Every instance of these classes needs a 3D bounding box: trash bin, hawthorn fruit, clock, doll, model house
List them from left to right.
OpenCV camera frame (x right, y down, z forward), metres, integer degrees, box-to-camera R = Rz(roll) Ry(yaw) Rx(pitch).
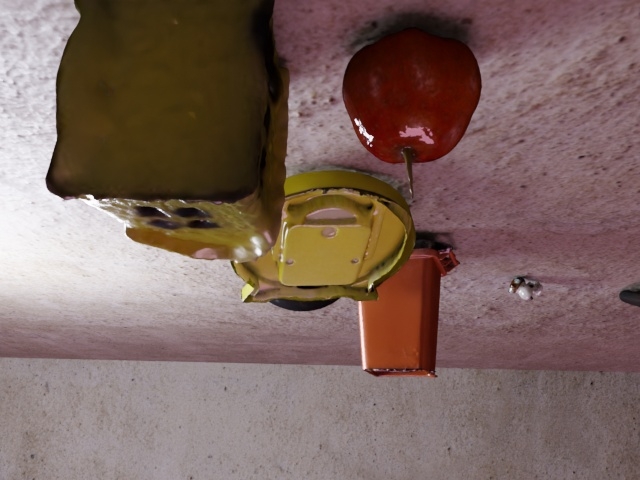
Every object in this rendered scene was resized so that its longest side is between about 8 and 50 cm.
[{"bbox_3d":[-0.118,-0.091,0.601,0.174,0.193,0.234,1,165,1],"label":"model house"},{"bbox_3d":[0.000,-0.004,0.983,0.277,0.071,0.293,3,143,-15],"label":"clock"},{"bbox_3d":[0.154,0.121,1.157,0.184,0.239,0.161,-6,161,18],"label":"trash bin"},{"bbox_3d":[0.079,-0.127,0.590,0.125,0.140,0.125,21,142,17],"label":"hawthorn fruit"},{"bbox_3d":[0.441,0.100,1.397,0.085,0.058,0.040,-21,145,-50],"label":"doll"}]

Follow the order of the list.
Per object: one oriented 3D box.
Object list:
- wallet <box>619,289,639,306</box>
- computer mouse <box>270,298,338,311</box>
[{"bbox_3d":[0.776,0.141,1.331,0.170,0.044,0.321,4,-177,-8],"label":"wallet"},{"bbox_3d":[-0.035,0.062,1.197,0.183,0.116,0.323,-6,161,8],"label":"computer mouse"}]
